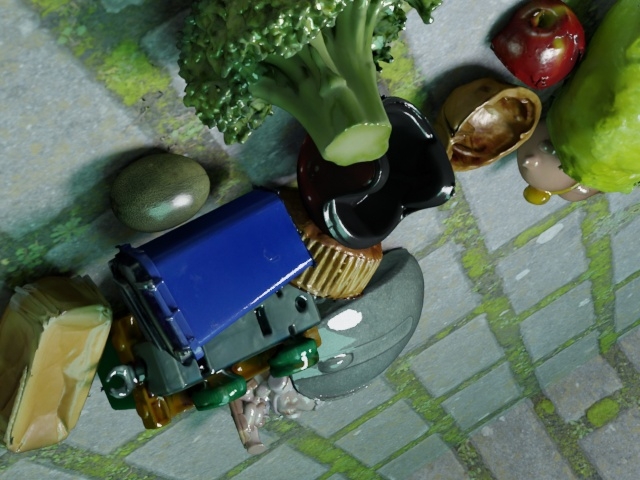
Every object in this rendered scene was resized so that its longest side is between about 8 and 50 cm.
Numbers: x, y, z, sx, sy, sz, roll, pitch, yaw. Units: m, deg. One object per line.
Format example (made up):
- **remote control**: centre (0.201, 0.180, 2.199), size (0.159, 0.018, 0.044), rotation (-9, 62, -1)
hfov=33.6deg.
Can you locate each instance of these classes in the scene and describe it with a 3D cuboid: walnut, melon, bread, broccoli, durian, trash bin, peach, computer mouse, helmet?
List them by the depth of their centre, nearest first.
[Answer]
- **broccoli**: centre (-0.019, -0.217, 1.117), size (0.235, 0.259, 0.288), rotation (26, 130, -21)
- **melon**: centre (-0.202, -0.060, 1.333), size (0.131, 0.098, 0.098), rotation (-19, 151, -32)
- **trash bin**: centre (-0.138, 0.037, 1.379), size (0.235, 0.162, 0.184), rotation (-31, -163, -16)
- **helmet**: centre (0.065, -0.097, 1.452), size (0.189, 0.193, 0.216), rotation (6, 107, -47)
- **bread**: centre (-0.384, 0.166, 1.457), size (0.136, 0.107, 0.241), rotation (-8, 125, -53)
- **peach**: centre (0.327, -0.276, 1.545), size (0.127, 0.092, 0.172), rotation (-38, 152, 5)
- **bread**: centre (-0.001, -0.001, 1.571), size (0.199, 0.199, 0.104), rotation (6, 122, -52)
- **walnut**: centre (0.238, -0.187, 1.609), size (0.211, 0.087, 0.167), rotation (0, 134, -51)
- **durian**: centre (0.461, -0.228, 1.617), size (0.205, 0.255, 0.339), rotation (8, 168, 7)
- **computer mouse**: centre (0.085, 0.149, 1.871), size (0.374, 0.114, 0.203), rotation (-38, 141, -40)

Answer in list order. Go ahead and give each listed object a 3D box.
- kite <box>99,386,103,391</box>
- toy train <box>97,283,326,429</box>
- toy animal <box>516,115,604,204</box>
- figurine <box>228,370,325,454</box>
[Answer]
- **kite**: centre (-0.215, 0.217, 1.803), size (0.234, 0.016, 0.321), rotation (-18, 174, 36)
- **toy train**: centre (-0.172, 0.151, 1.623), size (0.429, 0.178, 0.249), rotation (-22, -176, -43)
- **toy animal**: centre (0.430, -0.142, 1.844), size (0.165, 0.149, 0.248), rotation (-29, 167, 34)
- **figurine**: centre (-0.070, 0.309, 2.085), size (0.237, 0.141, 0.162), rotation (-24, 148, -16)
